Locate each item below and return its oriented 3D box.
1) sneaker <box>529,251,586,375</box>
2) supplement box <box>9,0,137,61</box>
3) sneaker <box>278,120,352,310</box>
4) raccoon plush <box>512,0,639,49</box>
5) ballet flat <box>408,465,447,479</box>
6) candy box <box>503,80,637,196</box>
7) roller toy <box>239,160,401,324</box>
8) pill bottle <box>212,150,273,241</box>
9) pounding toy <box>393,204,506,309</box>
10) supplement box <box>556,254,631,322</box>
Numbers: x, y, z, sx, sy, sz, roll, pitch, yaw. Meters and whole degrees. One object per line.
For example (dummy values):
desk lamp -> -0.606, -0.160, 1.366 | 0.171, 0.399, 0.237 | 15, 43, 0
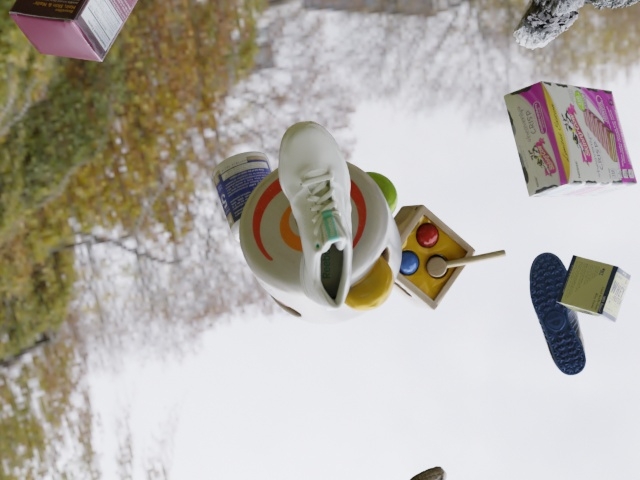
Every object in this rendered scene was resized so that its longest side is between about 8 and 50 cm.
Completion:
sneaker -> 0.437, 0.136, 2.088 | 0.081, 0.232, 0.090 | -12, 177, 7
supplement box -> -0.287, -0.323, 1.401 | 0.104, 0.081, 0.188 | 12, -116, 26
sneaker -> 0.005, -0.026, 1.240 | 0.080, 0.212, 0.094 | -11, -169, -7
raccoon plush -> 0.496, -0.388, 1.612 | 0.299, 0.216, 0.446 | 26, 164, 0
ballet flat -> 0.106, 0.443, 1.718 | 0.250, 0.084, 0.058 | -41, -130, -7
candy box -> 0.381, -0.150, 1.699 | 0.071, 0.159, 0.233 | -20, 170, 40
roller toy -> 0.000, 0.000, 1.418 | 0.191, 0.146, 0.209 | -5, -115, 12
pill bottle -> -0.118, -0.057, 2.041 | 0.112, 0.112, 0.186 | -15, -112, -14
pounding toy -> 0.164, 0.026, 1.628 | 0.130, 0.141, 0.100 | -54, -164, -11
supplement box -> 0.439, 0.077, 1.805 | 0.083, 0.083, 0.056 | 16, 174, 40
